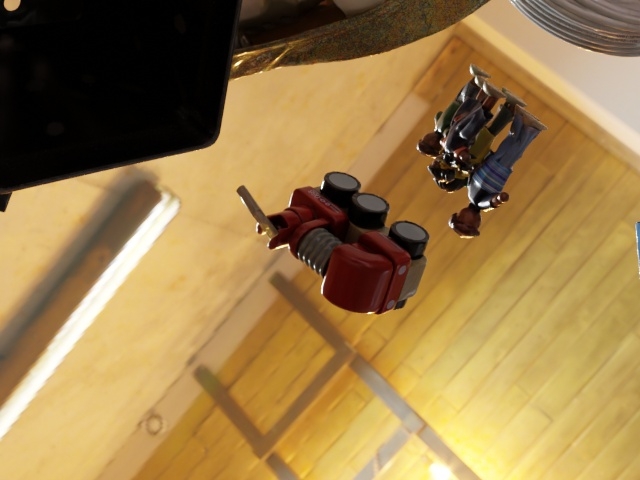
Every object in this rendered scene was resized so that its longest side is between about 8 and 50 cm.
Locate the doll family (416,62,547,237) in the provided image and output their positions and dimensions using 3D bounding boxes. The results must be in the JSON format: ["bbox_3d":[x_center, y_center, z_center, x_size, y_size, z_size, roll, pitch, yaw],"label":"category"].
[{"bbox_3d":[0.129,-0.076,0.807,0.111,0.076,0.193,-55,4,17],"label":"doll family"}]

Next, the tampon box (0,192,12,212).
[{"bbox_3d":[-0.351,-0.118,0.902,0.120,0.161,0.101,16,-71,-35],"label":"tampon box"}]

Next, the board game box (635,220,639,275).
[{"bbox_3d":[0.597,0.127,1.383,0.301,0.308,0.086,4,-11,-36],"label":"board game box"}]

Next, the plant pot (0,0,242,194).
[{"bbox_3d":[-0.182,-0.169,0.668,0.188,0.167,0.187,-19,-43,-38],"label":"plant pot"}]

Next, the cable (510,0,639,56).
[{"bbox_3d":[0.317,-0.320,1.072,0.257,0.257,0.089,5,-30,-9],"label":"cable"}]

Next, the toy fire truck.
[{"bbox_3d":[0.000,0.000,1.288,0.246,0.217,0.159,-15,-47,-41],"label":"toy fire truck"}]

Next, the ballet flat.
[{"bbox_3d":[-0.017,-0.203,0.768,0.348,0.123,0.123,-12,-8,20],"label":"ballet flat"}]
